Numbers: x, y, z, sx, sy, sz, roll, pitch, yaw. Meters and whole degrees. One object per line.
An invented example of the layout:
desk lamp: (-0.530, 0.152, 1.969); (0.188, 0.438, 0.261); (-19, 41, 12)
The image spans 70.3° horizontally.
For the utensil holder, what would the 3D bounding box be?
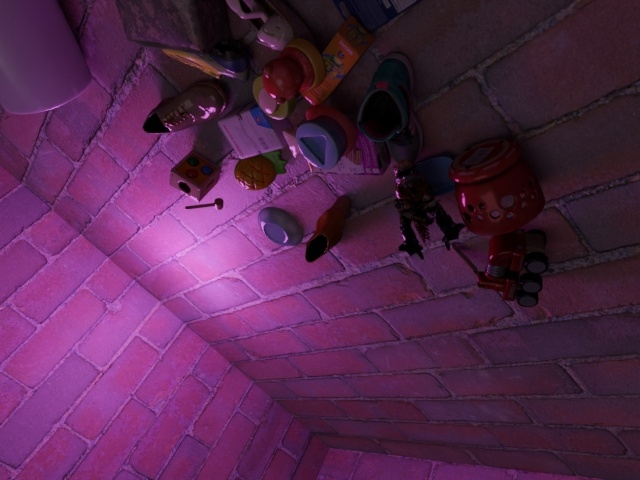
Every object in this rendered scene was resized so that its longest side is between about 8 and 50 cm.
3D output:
utensil holder: (-0.926, -0.633, 1.377); (0.327, 0.328, 0.386); (16, 143, 21)

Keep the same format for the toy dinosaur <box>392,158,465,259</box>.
toy dinosaur: (0.270, -0.081, 1.207); (0.164, 0.219, 0.321); (-34, 143, 25)

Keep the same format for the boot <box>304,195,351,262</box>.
boot: (0.001, 0.000, 1.497); (0.104, 0.211, 0.295); (31, 143, 3)

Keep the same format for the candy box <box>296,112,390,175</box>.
candy box: (0.065, -0.267, 1.269); (0.233, 0.071, 0.159); (7, 135, 31)

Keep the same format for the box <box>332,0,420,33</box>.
box: (0.129, -0.534, 0.954); (0.225, 0.037, 0.136); (-14, 123, 45)

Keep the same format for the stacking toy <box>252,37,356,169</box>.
stacking toy: (-0.077, -0.307, 1.149); (0.279, 0.130, 0.309); (-2, 127, 51)

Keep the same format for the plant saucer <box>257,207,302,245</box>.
plant saucer: (-0.162, -0.038, 1.716); (0.194, 0.038, 0.195); (20, 142, 17)

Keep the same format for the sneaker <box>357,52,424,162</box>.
sneaker: (0.174, -0.272, 1.097); (0.123, 0.179, 0.296); (7, 137, 30)

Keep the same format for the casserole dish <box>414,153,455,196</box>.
casserole dish: (0.303, -0.175, 1.231); (0.188, 0.037, 0.114); (-14, 123, 43)

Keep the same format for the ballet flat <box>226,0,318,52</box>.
ballet flat: (-0.141, -0.537, 1.089); (0.316, 0.106, 0.107); (43, 142, -13)

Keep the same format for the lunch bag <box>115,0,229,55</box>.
lunch bag: (-0.397, -0.617, 1.134); (0.286, 0.169, 0.236); (15, 140, 16)

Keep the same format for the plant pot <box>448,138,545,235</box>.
plant pot: (0.411, -0.132, 1.078); (0.191, 0.191, 0.174); (-8, 123, 40)

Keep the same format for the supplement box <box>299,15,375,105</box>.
supplement box: (0.032, -0.419, 1.091); (0.078, 0.080, 0.233); (41, 151, -9)

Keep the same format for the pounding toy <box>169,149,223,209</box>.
pounding toy: (-0.426, -0.195, 1.611); (0.205, 0.181, 0.094); (32, 143, 1)

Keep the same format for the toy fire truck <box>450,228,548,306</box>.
toy fire truck: (0.492, 0.056, 1.285); (0.246, 0.159, 0.217); (5, 136, 17)

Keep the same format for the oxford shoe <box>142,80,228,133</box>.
oxford shoe: (-0.428, -0.396, 1.430); (0.347, 0.130, 0.123); (-8, 128, 41)

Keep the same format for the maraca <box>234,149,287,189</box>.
maraca: (-0.195, -0.232, 1.481); (0.185, 0.099, 0.127); (-26, 121, 19)

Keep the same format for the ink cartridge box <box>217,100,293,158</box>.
ink cartridge box: (-0.194, -0.337, 1.368); (0.190, 0.082, 0.140); (-3, 130, 40)

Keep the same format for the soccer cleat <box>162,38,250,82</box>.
soccer cleat: (-0.325, -0.505, 1.271); (0.288, 0.094, 0.121); (18, 147, 20)
